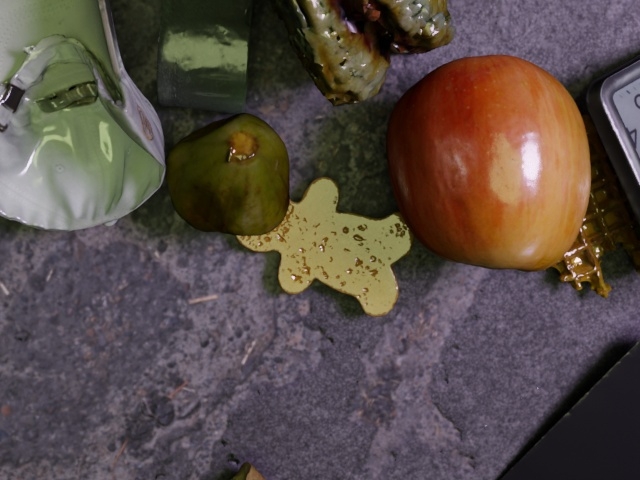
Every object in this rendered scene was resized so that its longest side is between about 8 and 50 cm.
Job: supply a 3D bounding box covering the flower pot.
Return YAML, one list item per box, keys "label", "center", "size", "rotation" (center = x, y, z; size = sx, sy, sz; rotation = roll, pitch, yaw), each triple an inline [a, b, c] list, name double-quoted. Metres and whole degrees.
- label: "flower pot"
  center: [-0.134, -0.267, 0.896]
  size: [0.108, 0.103, 0.229]
  rotation: [5, 95, -6]

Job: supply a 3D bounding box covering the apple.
- label: "apple"
  center: [0.188, -0.079, 0.870]
  size: [0.242, 0.242, 0.241]
  rotation: [-3, 83, -5]

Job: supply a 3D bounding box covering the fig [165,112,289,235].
- label: "fig"
  center: [-0.104, -0.081, 0.866]
  size: [0.144, 0.166, 0.154]
  rotation: [-18, 70, -25]

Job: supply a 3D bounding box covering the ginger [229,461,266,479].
- label: "ginger"
  center: [-0.060, 0.432, 0.948]
  size: [0.270, 0.123, 0.219]
  rotation: [43, 68, -7]

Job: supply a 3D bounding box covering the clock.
- label: "clock"
  center: [0.473, -0.118, 0.956]
  size: [0.273, 0.049, 0.279]
  rotation: [-28, 95, -27]

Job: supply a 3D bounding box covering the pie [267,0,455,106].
- label: "pie"
  center: [-0.012, -0.356, 0.773]
  size: [0.180, 0.395, 0.418]
  rotation: [-27, 102, 18]

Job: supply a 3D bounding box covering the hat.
- label: "hat"
  center: [-0.300, -0.174, 0.885]
  size: [0.258, 0.168, 0.301]
  rotation: [-11, 72, 15]

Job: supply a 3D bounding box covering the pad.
- label: "pad"
  center: [0.398, 0.282, 1.036]
  size: [0.315, 0.063, 0.375]
  rotation: [40, 100, -8]

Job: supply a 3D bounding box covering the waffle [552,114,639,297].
- label: "waffle"
  center: [0.366, -0.048, 0.990]
  size: [0.231, 0.051, 0.229]
  rotation: [23, 93, -6]

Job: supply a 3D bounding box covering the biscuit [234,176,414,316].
- label: "biscuit"
  center: [0.000, 0.000, 0.962]
  size: [0.240, 0.035, 0.158]
  rotation: [21, 91, 0]
